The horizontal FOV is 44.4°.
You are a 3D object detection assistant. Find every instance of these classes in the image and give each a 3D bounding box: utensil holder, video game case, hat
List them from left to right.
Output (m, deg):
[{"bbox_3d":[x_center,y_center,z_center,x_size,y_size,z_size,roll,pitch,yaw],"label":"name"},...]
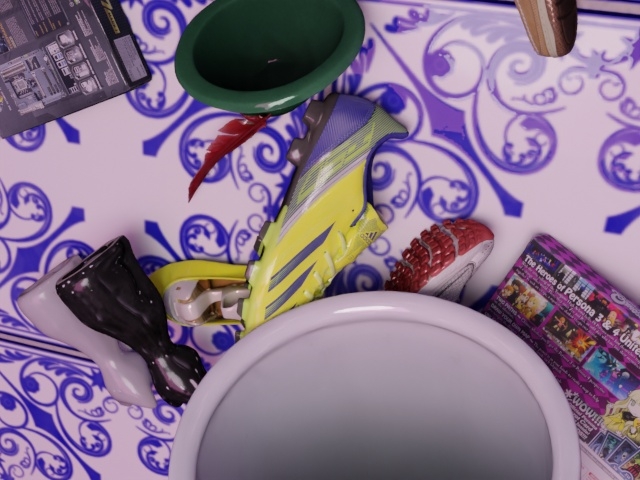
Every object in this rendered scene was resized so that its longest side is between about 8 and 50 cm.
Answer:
[{"bbox_3d":[-0.040,-0.137,0.787,0.208,0.173,0.184,15,151,25],"label":"hat"},{"bbox_3d":[0.063,0.298,0.740,0.327,0.328,0.386,4,131,16],"label":"utensil holder"},{"bbox_3d":[0.246,0.145,0.769,0.232,0.041,0.210,44,122,27],"label":"video game case"}]

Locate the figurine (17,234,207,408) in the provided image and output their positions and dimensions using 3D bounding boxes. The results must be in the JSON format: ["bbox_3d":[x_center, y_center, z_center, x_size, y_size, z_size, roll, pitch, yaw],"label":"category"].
[{"bbox_3d":[-0.235,0.117,0.913,0.214,0.092,0.209,-16,114,50],"label":"figurine"}]

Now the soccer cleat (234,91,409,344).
[{"bbox_3d":[0.000,0.000,0.772,0.121,0.093,0.289,20,97,-5],"label":"soccer cleat"}]

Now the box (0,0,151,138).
[{"bbox_3d":[-0.307,-0.243,0.821,0.183,0.059,0.233,-15,108,23],"label":"box"}]

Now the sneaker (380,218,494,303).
[{"bbox_3d":[0.110,0.070,0.820,0.092,0.088,0.225,27,121,-14],"label":"sneaker"}]

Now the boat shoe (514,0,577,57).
[{"bbox_3d":[0.168,-0.247,0.672,0.072,0.068,0.190,-8,100,34],"label":"boat shoe"}]

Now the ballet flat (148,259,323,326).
[{"bbox_3d":[-0.111,0.065,0.880,0.230,0.077,0.077,-3,113,19],"label":"ballet flat"}]
